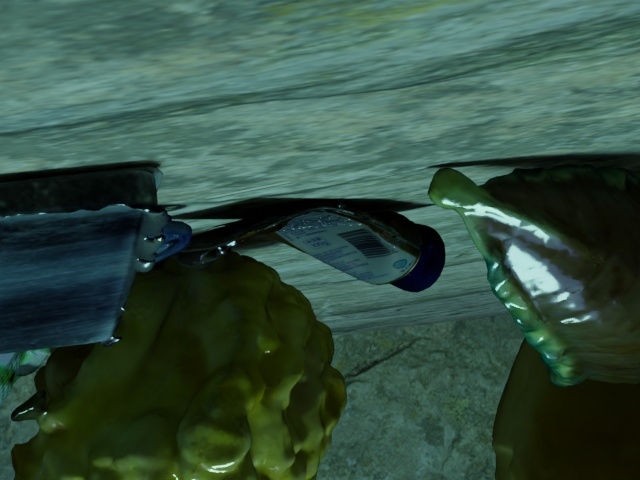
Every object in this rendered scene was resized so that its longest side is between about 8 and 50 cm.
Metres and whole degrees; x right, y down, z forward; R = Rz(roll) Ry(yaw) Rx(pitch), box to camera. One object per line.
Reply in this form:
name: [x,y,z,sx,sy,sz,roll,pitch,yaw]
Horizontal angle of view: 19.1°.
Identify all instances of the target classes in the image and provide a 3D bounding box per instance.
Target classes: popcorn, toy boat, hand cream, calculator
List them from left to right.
calculator: [-0.192,0.021,0.682,0.262,0.021,0.161,-5,161,-15]
popcorn: [-0.075,0.084,0.985,0.170,0.180,0.180,27,157,-30]
hand cream: [0.000,0.000,0.883,0.062,0.039,0.163,-8,170,36]
toy boat: [0.126,0.016,0.892,0.099,0.108,0.293,24,179,18]

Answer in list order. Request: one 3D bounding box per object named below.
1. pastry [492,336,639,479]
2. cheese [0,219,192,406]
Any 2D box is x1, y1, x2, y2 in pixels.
pastry: [0.303,0.146,1.136,0.409,0.409,0.245,-8,165,11]
cheese: [-0.194,0.051,0.857,0.320,0.083,0.204,-25,161,37]
